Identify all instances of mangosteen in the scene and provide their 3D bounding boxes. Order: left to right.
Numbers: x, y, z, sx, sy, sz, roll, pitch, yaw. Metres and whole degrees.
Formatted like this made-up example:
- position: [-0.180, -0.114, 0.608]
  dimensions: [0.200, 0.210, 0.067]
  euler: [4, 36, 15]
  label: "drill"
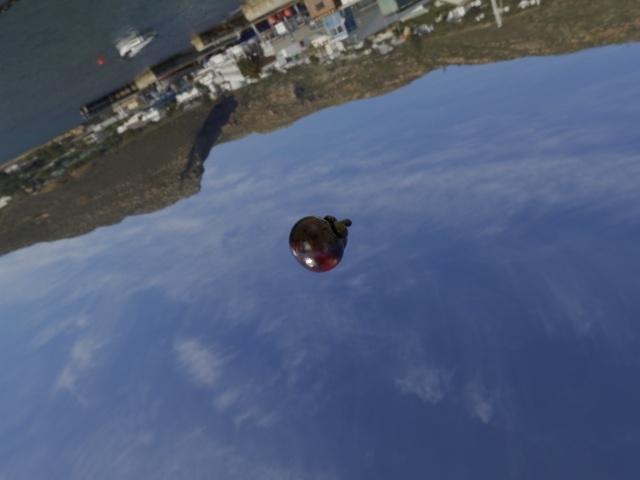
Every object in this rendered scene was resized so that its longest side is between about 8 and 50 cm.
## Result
- position: [-0.003, 0.002, 0.618]
  dimensions: [0.081, 0.081, 0.081]
  euler: [-22, -155, 11]
  label: "mangosteen"
